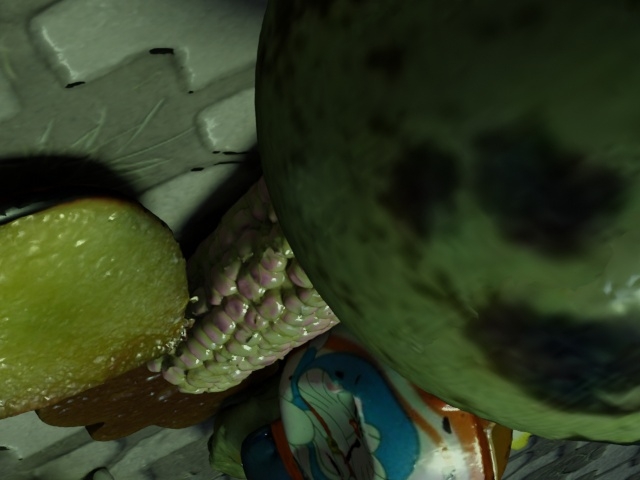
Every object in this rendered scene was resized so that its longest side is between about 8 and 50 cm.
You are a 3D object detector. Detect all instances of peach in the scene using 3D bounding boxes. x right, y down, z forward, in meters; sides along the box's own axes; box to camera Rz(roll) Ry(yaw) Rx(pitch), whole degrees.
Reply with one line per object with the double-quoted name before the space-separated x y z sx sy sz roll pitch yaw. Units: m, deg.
"peach" -0.182 0.030 1.010 0.189 0.068 0.279 -45 152 14

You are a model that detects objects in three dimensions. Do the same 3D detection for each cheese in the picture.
"cheese" 0.036 0.148 1.215 0.129 0.217 0.329 -26 172 -34

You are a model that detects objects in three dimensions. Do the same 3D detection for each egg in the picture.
"egg" 0.168 -0.072 0.817 0.428 0.345 0.345 -3 147 -43

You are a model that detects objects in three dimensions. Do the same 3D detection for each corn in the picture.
"corn" -0.002 0.000 1.085 0.126 0.127 0.335 -5 150 -45

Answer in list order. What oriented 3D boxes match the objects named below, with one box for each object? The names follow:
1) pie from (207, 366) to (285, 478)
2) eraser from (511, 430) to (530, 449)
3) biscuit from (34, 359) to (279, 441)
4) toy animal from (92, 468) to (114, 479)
"pie" 0.030 0.131 1.464 0.306 0.071 0.306 -30 168 -7
"eraser" 0.174 0.040 1.277 0.069 0.226 0.158 24 134 -18
"biscuit" -0.132 0.107 1.282 0.180 0.039 0.236 -32 159 21
"toy animal" -0.230 0.284 1.450 0.140 0.138 0.282 -37 151 0
